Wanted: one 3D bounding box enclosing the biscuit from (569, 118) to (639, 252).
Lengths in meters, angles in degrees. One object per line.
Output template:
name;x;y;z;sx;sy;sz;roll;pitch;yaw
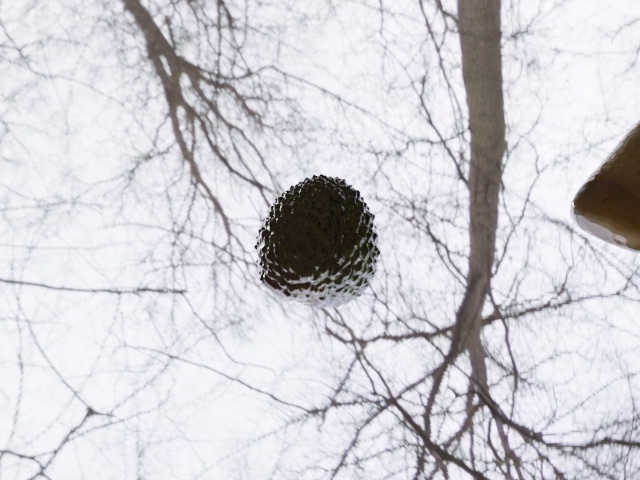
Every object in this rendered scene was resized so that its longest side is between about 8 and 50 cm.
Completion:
biscuit;0.408;-0.071;0.860;0.237;0.062;0.291;27;-125;37

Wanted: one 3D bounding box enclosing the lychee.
lychee;0.000;0.000;1.088;0.171;0.171;0.171;-6;-117;13
